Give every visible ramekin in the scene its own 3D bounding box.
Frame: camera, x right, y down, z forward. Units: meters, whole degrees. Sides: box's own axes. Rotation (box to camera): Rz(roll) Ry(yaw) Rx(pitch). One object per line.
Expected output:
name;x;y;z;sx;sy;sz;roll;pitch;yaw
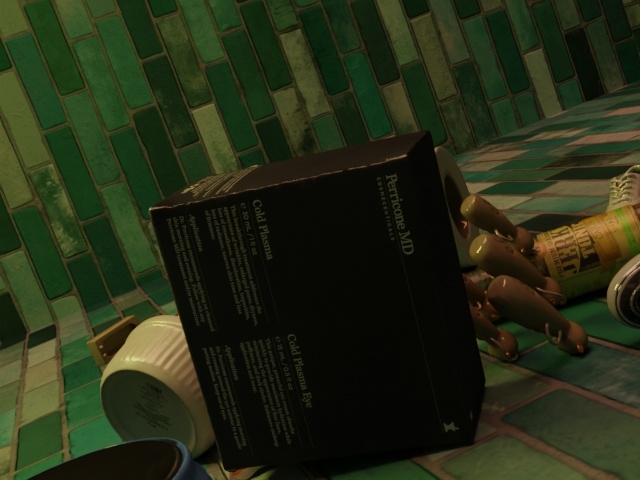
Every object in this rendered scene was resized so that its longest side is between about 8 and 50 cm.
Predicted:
ramekin;-0.217;0.221;1.384;0.207;0.207;0.109;-15;19;35

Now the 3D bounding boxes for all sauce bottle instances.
sauce bottle;0.350;0.042;1.453;0.344;0.111;0.111;-20;8;11

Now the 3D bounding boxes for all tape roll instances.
tape roll;0.194;-0.045;1.902;0.169;0.246;0.246;-17;9;23

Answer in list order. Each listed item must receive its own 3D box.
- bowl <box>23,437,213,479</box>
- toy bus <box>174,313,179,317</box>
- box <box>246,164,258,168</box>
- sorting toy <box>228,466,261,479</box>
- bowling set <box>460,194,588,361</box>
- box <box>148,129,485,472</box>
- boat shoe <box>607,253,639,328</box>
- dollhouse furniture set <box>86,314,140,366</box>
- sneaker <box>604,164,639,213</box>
bowl;-0.318;0.357;1.171;0.391;0.077;0.391;-20;8;3
toy bus;-0.152;0.195;1.661;0.202;0.191;0.104;-26;-29;-16
box;-0.182;0.025;2.095;0.232;0.322;0.058;-25;6;-24
sorting toy;-0.083;0.278;1.261;0.075;0.045;0.083;-2;7;-5
bowling set;0.229;0.089;1.336;0.200;0.154;0.287;-48;21;26
box;0.009;0.073;1.167;0.312;0.343;0.179;-10;13;18
boat shoe;0.493;0.045;1.133;0.301;0.108;0.102;-12;8;9
dollhouse furniture set;-0.316;0.217;1.789;0.123;0.151;0.144;-15;13;35
sneaker;0.547;-0.071;1.737;0.094;0.091;0.258;-16;10;29
